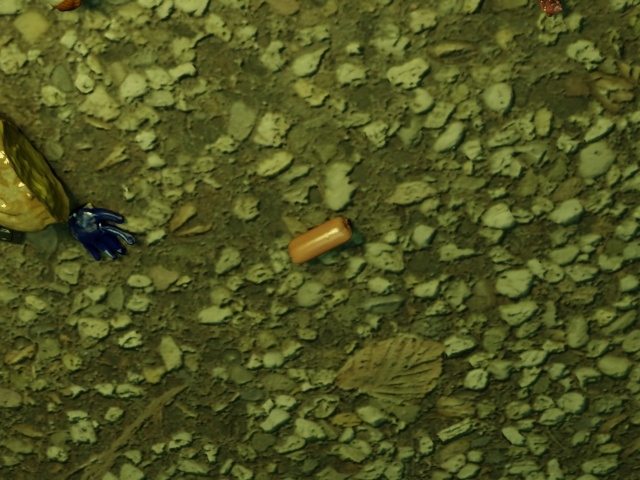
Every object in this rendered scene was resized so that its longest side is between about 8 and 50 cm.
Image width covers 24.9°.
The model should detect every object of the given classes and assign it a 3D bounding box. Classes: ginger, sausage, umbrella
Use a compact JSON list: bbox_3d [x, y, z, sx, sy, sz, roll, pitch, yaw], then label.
[{"bbox_3d":[-0.440,-0.112,1.645,0.354,0.126,0.190,27,114,-13],"label":"ginger"},{"bbox_3d":[0.000,0.000,1.758,0.083,0.034,0.034,-26,118,17],"label":"sausage"},{"bbox_3d":[0.264,-0.315,1.556,0.027,0.025,0.165,-6,127,-21],"label":"umbrella"}]

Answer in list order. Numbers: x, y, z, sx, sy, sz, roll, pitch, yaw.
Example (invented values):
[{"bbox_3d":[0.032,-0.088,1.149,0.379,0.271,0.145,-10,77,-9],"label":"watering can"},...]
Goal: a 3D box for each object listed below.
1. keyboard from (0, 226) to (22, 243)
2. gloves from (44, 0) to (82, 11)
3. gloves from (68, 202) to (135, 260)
[{"bbox_3d":[-0.460,-0.043,1.756,0.204,0.013,0.061,13,123,-7],"label":"keyboard"},{"bbox_3d":[-0.288,-0.337,1.498,0.140,0.131,0.218,-5,113,8],"label":"gloves"},{"bbox_3d":[-0.266,-0.010,1.763,0.064,0.026,0.086,-29,117,16],"label":"gloves"}]
